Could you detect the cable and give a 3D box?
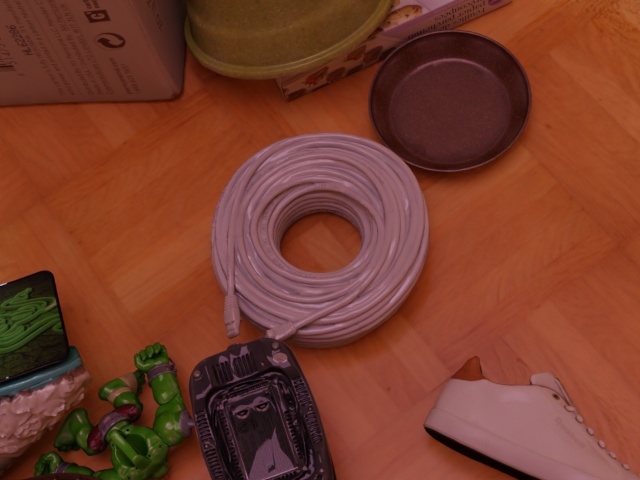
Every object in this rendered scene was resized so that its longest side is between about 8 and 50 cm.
[{"bbox_3d":[0.000,0.000,1.514,0.257,0.089,0.257,-13,65,1],"label":"cable"}]

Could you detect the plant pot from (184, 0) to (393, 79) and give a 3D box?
[{"bbox_3d":[-0.071,-0.377,1.553,0.276,0.254,0.276,-10,47,11],"label":"plant pot"}]

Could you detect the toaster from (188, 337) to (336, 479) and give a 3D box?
[{"bbox_3d":[-0.052,0.225,1.389,0.129,0.146,0.227,-21,65,-1],"label":"toaster"}]

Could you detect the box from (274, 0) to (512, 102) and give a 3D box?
[{"bbox_3d":[0.085,-0.275,1.635,0.324,0.063,0.067,-24,66,-3],"label":"box"}]

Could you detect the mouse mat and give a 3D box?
[{"bbox_3d":[-0.378,0.109,1.441,0.190,0.007,0.152,-18,43,-7],"label":"mouse mat"}]

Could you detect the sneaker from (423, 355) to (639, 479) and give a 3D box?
[{"bbox_3d":[0.261,0.209,1.376,0.290,0.106,0.123,25,74,18],"label":"sneaker"}]

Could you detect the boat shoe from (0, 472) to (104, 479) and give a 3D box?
[{"bbox_3d":[-0.293,0.304,1.403,0.257,0.095,0.095,4,60,18],"label":"boat shoe"}]

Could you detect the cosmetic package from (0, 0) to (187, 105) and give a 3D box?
[{"bbox_3d":[-0.350,-0.417,1.610,0.327,0.329,0.393,-1,67,8],"label":"cosmetic package"}]

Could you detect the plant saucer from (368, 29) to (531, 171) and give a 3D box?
[{"bbox_3d":[0.158,-0.165,1.593,0.199,0.036,0.198,-3,65,7],"label":"plant saucer"}]

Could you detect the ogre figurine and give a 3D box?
[{"bbox_3d":[-0.221,0.220,1.444,0.197,0.097,0.118,-34,54,-20],"label":"ogre figurine"}]

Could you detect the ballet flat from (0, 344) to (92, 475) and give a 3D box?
[{"bbox_3d":[-0.438,0.227,1.462,0.409,0.147,0.147,-14,65,4],"label":"ballet flat"}]
